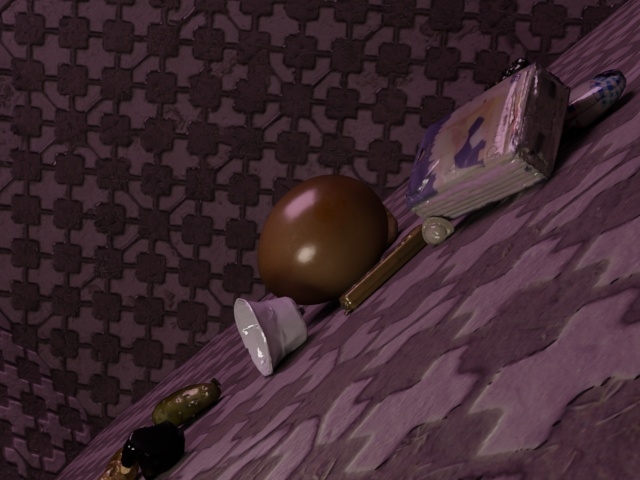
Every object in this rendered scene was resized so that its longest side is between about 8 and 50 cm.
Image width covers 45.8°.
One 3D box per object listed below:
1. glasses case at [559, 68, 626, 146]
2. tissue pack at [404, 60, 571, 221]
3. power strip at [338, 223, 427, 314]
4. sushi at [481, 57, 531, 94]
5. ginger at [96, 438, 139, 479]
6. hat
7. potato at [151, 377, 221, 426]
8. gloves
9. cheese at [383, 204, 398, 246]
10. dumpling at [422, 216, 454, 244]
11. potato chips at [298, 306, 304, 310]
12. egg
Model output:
[{"bbox_3d":[0.494,-0.241,1.592,0.327,0.076,0.125,-38,4,34],"label":"glasses case"},{"bbox_3d":[0.338,-0.190,1.553,0.343,0.125,0.242,-26,38,54],"label":"tissue pack"},{"bbox_3d":[0.153,0.057,1.728,0.305,0.044,0.064,-40,2,-16],"label":"power strip"},{"bbox_3d":[0.444,-0.291,1.980,0.352,0.178,0.294,-43,0,1],"label":"sushi"},{"bbox_3d":[-0.475,0.550,1.817,0.115,0.081,0.205,-47,3,-5],"label":"ginger"},{"bbox_3d":[-0.108,0.205,1.769,0.126,0.203,0.203,-22,-3,-20],"label":"hat"},{"bbox_3d":[-0.354,0.433,1.992,0.225,0.090,0.117,-31,1,26],"label":"potato"},{"bbox_3d":[-0.359,0.472,1.650,0.129,0.106,0.181,-40,-26,-33],"label":"gloves"},{"bbox_3d":[0.122,-0.057,2.222,0.117,0.214,0.226,-43,8,30],"label":"cheese"},{"bbox_3d":[0.245,-0.023,1.619,0.043,0.059,0.077,-30,2,-23],"label":"dumpling"},{"bbox_3d":[-0.089,0.234,2.244,0.092,0.028,0.207,-37,6,31],"label":"potato chips"},{"bbox_3d":[0.000,0.000,1.956,0.374,0.301,0.301,-39,3,6],"label":"egg"}]
